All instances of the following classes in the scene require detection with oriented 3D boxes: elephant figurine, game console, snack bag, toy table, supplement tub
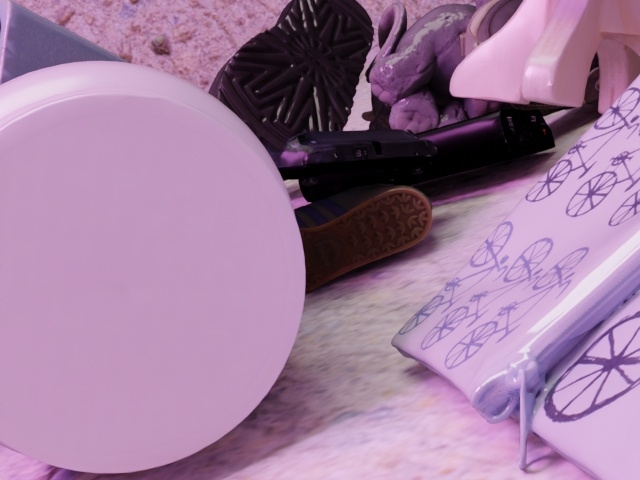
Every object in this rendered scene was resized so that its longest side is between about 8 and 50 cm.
[{"bbox_3d":[0.109,-0.182,1.323,0.186,0.169,0.239,-27,16,-4],"label":"elephant figurine"},{"bbox_3d":[0.042,-0.066,1.017,0.213,0.044,0.361,-14,-2,33],"label":"game console"},{"bbox_3d":[0.183,-0.032,0.518,0.323,0.037,0.342,-45,12,-2],"label":"snack bag"},{"bbox_3d":[0.230,-0.186,0.979,0.252,0.161,0.274,11,7,42],"label":"toy table"},{"bbox_3d":[-0.141,0.007,0.736,0.228,0.228,0.316,-23,12,-13],"label":"supplement tub"}]

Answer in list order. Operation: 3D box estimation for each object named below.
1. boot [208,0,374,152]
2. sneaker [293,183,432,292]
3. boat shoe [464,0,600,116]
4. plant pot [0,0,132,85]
[{"bbox_3d":[-0.077,-0.112,1.287,0.260,0.131,0.348,-44,8,36],"label":"boot"},{"bbox_3d":[0.000,0.000,0.956,0.192,0.064,0.086,-17,6,11],"label":"sneaker"},{"bbox_3d":[0.268,-0.202,1.205,0.130,0.132,0.355,-5,14,38],"label":"boat shoe"},{"bbox_3d":[-0.251,-0.039,1.092,0.252,0.247,0.248,15,-17,-42],"label":"plant pot"}]
